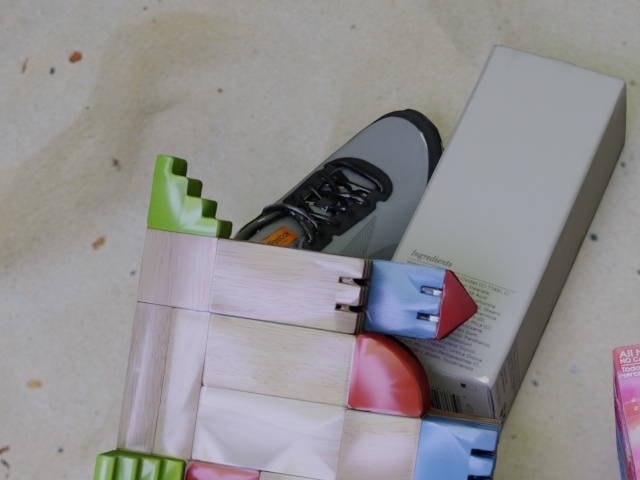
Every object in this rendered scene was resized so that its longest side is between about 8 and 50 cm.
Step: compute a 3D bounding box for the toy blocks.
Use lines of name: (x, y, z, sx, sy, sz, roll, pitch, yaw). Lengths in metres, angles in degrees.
toy blocks: (0.002, 0.151, 1.242, 0.261, 0.191, 0.381, 8, 90, 8)

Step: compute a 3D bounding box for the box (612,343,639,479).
box: (0.348, 0.141, 1.239, 0.300, 0.154, 0.142, -9, 58, 6)

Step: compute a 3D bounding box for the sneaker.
sneaker: (0.000, 0.000, 1.411, 0.100, 0.108, 0.271, 30, 67, 27)

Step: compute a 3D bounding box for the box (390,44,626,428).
box: (0.129, -0.003, 1.397, 0.113, 0.094, 0.275, 19, 64, 19)
